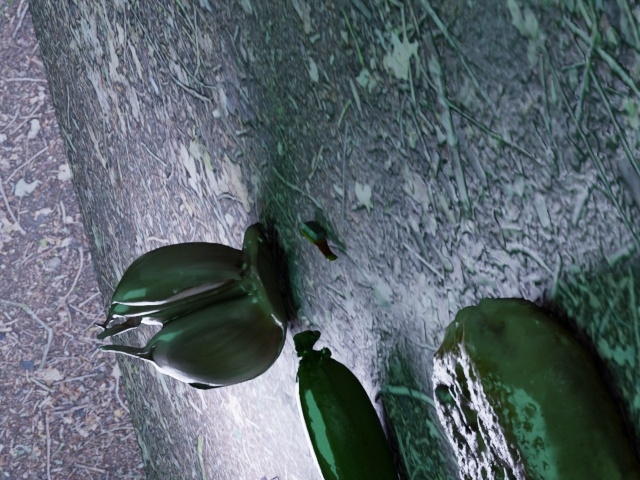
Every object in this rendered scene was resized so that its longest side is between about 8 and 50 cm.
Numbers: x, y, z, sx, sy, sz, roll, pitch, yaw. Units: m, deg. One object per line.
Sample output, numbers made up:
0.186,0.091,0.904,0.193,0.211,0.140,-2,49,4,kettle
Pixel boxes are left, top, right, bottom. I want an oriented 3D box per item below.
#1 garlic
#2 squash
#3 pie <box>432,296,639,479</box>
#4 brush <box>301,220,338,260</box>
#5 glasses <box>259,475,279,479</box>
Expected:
-0.168,0.101,2.059,0.237,0.292,0.210,13,-123,-63,garlic
0.045,0.290,1.831,0.378,0.101,0.101,71,162,-3,squash
0.191,0.201,1.329,0.315,0.092,0.315,57,159,35,pie
0.000,0.000,1.793,0.083,0.019,0.021,-130,36,-51,brush
-0.067,0.477,2.480,0.140,0.062,0.104,65,-177,17,glasses
